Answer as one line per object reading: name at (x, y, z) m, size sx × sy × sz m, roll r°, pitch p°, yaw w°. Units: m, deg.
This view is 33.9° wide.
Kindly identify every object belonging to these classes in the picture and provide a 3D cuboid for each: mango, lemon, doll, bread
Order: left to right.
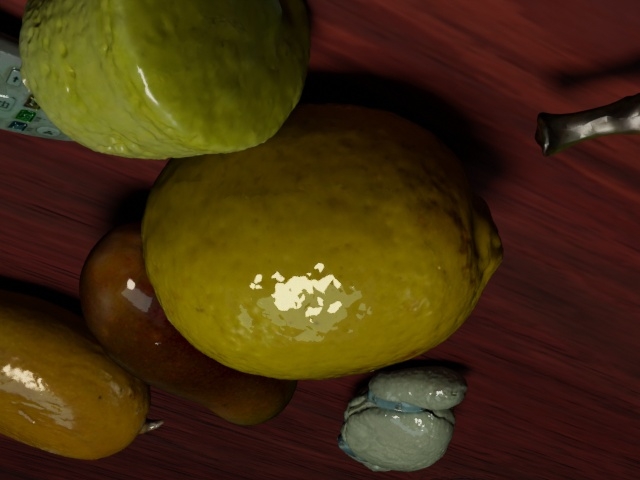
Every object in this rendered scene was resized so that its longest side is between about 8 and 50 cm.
mango at (-0.282, 0.110, 0.943) m, size 0.317 × 0.119 × 0.176 m, roll 24°, pitch 156°, yaw -17°
bread at (-0.078, -0.096, 0.528) m, size 0.114 × 0.111 × 0.129 m, roll -7°, pitch 144°, yaw 42°
mango at (-0.100, 0.065, 0.812) m, size 0.133 × 0.111 × 0.267 m, roll -17°, pitch 144°, yaw 13°
lemon at (0.000, 0.000, 0.616) m, size 0.207 × 0.170 × 0.170 m, roll -7°, pitch 149°, yaw 12°
doll at (0.074, 0.177, 1.005) m, size 0.104 × 0.071 × 0.214 m, roll 12°, pitch 148°, yaw -8°

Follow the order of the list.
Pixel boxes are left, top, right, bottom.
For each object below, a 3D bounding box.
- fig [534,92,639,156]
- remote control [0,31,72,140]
fig at (0.240, -0.036, 0.507) m, size 0.274 × 0.170 × 0.145 m, roll 15°, pitch -161°, yaw 24°
remote control at (-0.236, -0.113, 0.600) m, size 0.256 × 0.045 × 0.097 m, roll 21°, pitch 151°, yaw -27°
